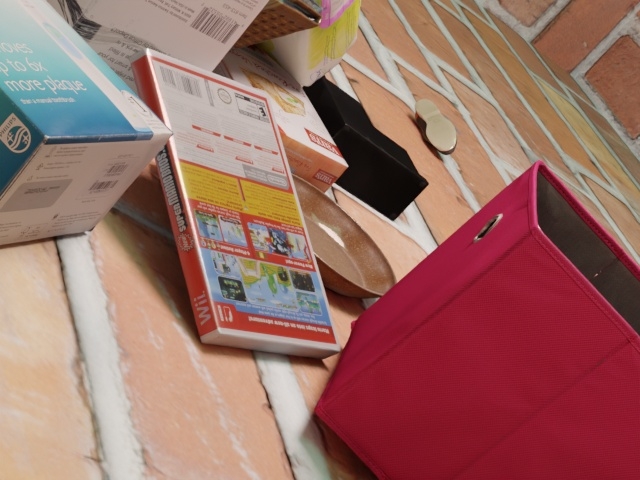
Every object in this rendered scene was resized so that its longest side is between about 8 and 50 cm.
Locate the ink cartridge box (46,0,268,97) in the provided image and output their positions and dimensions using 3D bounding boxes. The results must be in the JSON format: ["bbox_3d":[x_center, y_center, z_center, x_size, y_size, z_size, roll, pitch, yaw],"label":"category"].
[{"bbox_3d":[-0.180,-0.217,1.474,0.172,0.237,0.100,23,24,-46],"label":"ink cartridge box"}]

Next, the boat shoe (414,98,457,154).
[{"bbox_3d":[0.190,-0.179,2.504,0.137,0.049,0.043,-117,-167,-47],"label":"boat shoe"}]

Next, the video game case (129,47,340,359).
[{"bbox_3d":[-0.078,-0.031,1.438,0.204,0.025,0.285,15,54,-57],"label":"video game case"}]

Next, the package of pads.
[{"bbox_3d":[-0.053,-0.329,1.770,0.229,0.101,0.296,44,-16,12],"label":"package of pads"}]

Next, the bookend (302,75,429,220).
[{"bbox_3d":[0.046,-0.128,2.023,0.156,0.072,0.157,33,19,-32],"label":"bookend"}]

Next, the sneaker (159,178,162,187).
[{"bbox_3d":[-0.107,-0.040,1.532,0.162,0.063,0.073,61,14,24],"label":"sneaker"}]

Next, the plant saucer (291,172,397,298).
[{"bbox_3d":[0.000,0.000,1.687,0.198,0.036,0.198,38,19,-15],"label":"plant saucer"}]

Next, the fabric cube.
[{"bbox_3d":[0.186,0.122,1.399,0.259,0.258,0.254,47,18,-6],"label":"fabric cube"}]

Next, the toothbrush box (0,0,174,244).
[{"bbox_3d":[-0.296,-0.143,1.235,0.295,0.126,0.216,45,18,12],"label":"toothbrush box"}]

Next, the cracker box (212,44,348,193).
[{"bbox_3d":[-0.077,-0.162,1.817,0.156,0.067,0.232,25,26,-41],"label":"cracker box"}]

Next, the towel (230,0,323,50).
[{"bbox_3d":[-0.212,-0.293,1.618,0.370,0.271,0.040,26,66,-42],"label":"towel"}]
